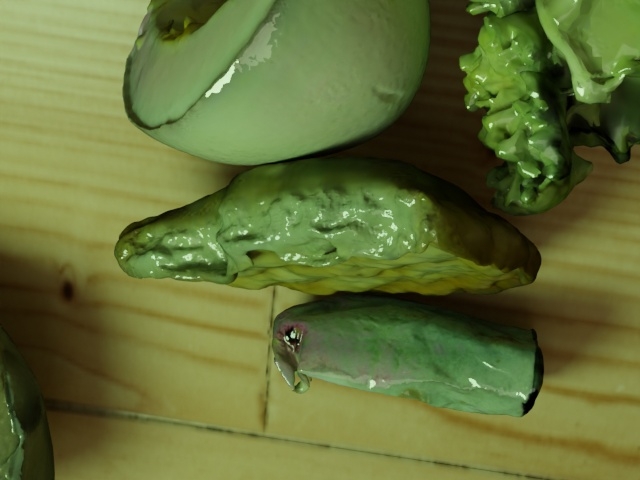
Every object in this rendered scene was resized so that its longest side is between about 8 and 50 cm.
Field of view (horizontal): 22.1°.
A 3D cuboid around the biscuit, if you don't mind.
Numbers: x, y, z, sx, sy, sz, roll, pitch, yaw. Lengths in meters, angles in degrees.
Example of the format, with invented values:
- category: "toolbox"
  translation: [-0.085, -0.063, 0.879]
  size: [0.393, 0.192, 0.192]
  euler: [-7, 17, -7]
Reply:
- category: "biscuit"
  translation: [0.000, 0.000, 1.248]
  size: [0.335, 0.329, 0.078]
  euler: [1, 80, 8]

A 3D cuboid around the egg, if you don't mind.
- category: "egg"
  translation: [-0.014, -0.137, 1.192]
  size: [0.162, 0.206, 0.271]
  euler: [28, 135, -25]

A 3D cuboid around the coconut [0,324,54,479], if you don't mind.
- category: "coconut"
  translation: [-0.365, 0.174, 1.391]
  size: [0.323, 0.323, 0.323]
  euler: [4, 121, 6]

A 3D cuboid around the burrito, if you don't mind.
- category: "burrito"
  translation: [0.072, 0.094, 1.377]
  size: [0.229, 0.144, 0.089]
  euler: [8, 90, 5]

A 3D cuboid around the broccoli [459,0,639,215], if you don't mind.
- category: "broccoli"
  translation: [0.210, -0.188, 1.090]
  size: [0.293, 0.281, 0.348]
  euler: [-13, 116, 21]
